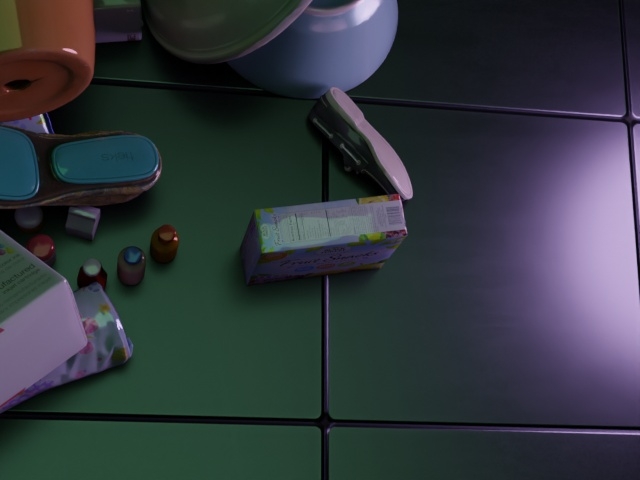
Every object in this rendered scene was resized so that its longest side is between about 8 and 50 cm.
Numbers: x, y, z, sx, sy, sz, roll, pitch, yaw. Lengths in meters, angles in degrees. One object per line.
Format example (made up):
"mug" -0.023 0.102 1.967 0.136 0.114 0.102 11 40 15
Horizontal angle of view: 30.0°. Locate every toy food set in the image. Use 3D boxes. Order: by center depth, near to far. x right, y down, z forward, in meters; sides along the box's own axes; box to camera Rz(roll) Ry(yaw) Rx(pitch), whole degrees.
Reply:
"toy food set" -0.319 0.003 1.665 0.232 0.104 0.111 17 72 -6

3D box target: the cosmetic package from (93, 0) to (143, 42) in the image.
"cosmetic package" -0.323 -0.424 1.775 0.107 0.127 0.238 -3 73 -9

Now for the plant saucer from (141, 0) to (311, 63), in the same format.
"plant saucer" -0.135 -0.452 1.698 0.100 0.400 0.400 27 64 -47

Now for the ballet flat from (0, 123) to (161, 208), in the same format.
"ballet flat" -0.389 -0.092 1.622 0.348 0.123 0.123 -3 74 -31

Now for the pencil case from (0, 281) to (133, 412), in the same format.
"pencil case" -0.392 0.159 1.604 0.273 0.113 0.124 -25 98 -16

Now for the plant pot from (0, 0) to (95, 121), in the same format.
"plant pot" -0.414 -0.285 1.548 0.291 0.291 0.203 -14 75 -14

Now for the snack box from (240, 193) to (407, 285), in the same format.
"snack box" 0.000 0.000 1.689 0.207 0.174 0.070 -8 75 -13

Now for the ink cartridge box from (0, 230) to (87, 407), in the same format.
"ink cartridge box" -0.482 0.082 1.514 0.306 0.131 0.226 32 56 31

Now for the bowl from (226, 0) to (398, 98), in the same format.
"bowl" -0.016 -0.388 1.805 0.311 0.163 0.311 3 73 -10

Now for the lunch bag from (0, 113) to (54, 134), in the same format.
"lunch bag" -0.439 -0.132 1.689 0.129 0.096 0.151 -22 109 -16

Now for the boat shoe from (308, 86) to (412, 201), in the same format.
"boat shoe" 0.060 -0.135 1.812 0.065 0.075 0.206 -38 89 25
